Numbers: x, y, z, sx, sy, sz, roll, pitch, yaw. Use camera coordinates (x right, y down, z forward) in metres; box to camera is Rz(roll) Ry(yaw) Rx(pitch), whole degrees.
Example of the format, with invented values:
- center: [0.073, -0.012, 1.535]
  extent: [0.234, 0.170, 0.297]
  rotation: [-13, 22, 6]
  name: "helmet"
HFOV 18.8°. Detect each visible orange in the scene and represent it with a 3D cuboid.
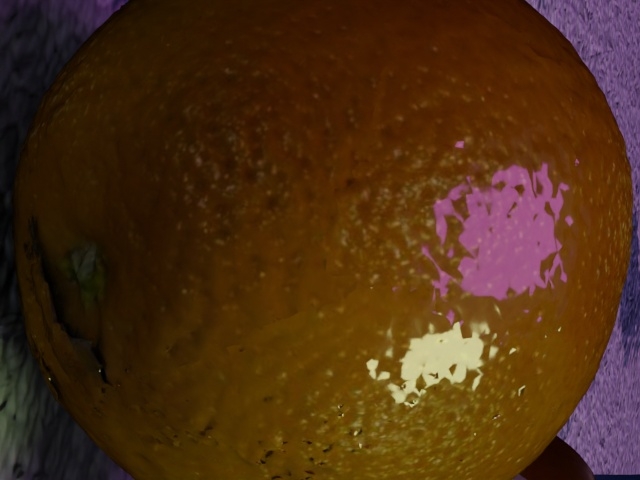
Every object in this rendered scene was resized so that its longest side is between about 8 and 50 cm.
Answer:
- center: [0.000, 0.000, 0.834]
  extent: [0.274, 0.274, 0.274]
  rotation: [1, 90, -72]
  name: "orange"

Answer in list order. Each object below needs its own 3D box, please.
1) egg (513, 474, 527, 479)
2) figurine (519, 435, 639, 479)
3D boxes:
- center: [0.054, 0.272, 0.904]
  extent: [0.337, 0.201, 0.337]
  rotation: [-53, 179, -2]
  name: "egg"
- center: [0.119, 0.236, 1.353]
  extent: [0.416, 0.243, 0.298]
  rotation: [-15, 116, -50]
  name: "figurine"
